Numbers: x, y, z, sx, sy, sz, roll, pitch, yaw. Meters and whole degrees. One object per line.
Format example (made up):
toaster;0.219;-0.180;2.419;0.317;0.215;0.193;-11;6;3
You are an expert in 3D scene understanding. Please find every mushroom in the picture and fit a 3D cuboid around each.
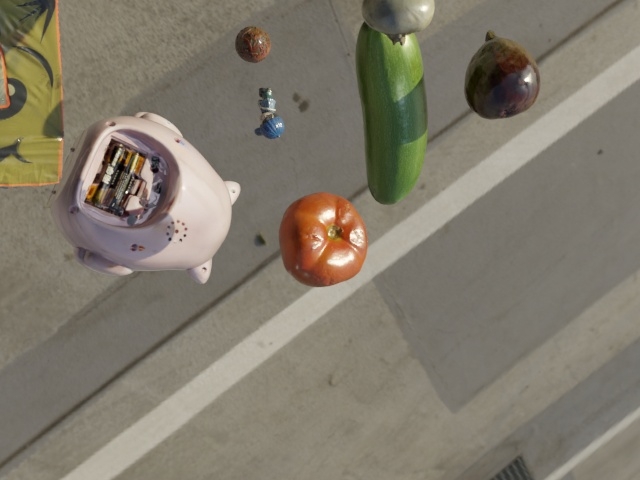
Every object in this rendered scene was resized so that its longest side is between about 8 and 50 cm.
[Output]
mushroom;0.090;-0.265;0.737;0.085;0.085;0.079;-27;152;-14

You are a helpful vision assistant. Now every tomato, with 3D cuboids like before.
tomato;-0.003;0.001;1.640;0.260;0.259;0.180;-1;161;-33

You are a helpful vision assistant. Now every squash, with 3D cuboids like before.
squash;0.115;-0.202;0.982;0.107;0.107;0.395;-28;140;-14

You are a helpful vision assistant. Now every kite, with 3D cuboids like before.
kite;-0.444;-0.197;0.757;0.327;0.013;0.377;-42;135;-3

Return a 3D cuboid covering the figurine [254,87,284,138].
figurine;-0.133;-0.338;1.675;0.079;0.077;0.136;5;80;-4

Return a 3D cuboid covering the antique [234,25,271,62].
antique;-0.185;-0.537;1.706;0.104;0.104;0.104;-18;130;-22

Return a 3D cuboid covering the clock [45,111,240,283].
clock;-0.370;-0.087;1.362;0.377;0.250;0.368;25;75;-25

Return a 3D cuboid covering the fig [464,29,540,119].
fig;0.262;-0.253;0.922;0.109;0.154;0.103;7;151;-34
